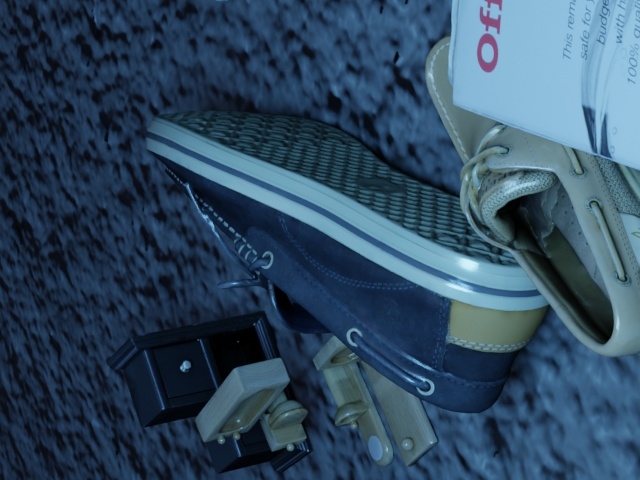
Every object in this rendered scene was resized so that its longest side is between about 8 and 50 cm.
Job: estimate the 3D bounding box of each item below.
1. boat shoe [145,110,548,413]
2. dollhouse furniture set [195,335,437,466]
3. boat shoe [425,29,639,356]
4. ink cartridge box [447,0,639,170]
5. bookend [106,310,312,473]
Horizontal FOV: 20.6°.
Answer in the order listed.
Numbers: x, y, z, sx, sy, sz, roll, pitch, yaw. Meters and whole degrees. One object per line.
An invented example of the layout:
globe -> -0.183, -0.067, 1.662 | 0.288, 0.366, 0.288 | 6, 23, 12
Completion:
boat shoe -> 0.000, 0.000, 1.542 | 0.500, 0.187, 0.156 | 31, 117, 44
dollhouse furniture set -> -0.006, 0.175, 1.623 | 0.123, 0.151, 0.144 | 66, 147, 21
boat shoe -> 0.166, -0.049, 1.330 | 0.341, 0.110, 0.121 | 53, 139, 36
ink cartridge box -> 0.265, -0.185, 1.080 | 0.395, 0.166, 0.285 | 27, 118, 53
bookend -> -0.113, 0.166, 1.782 | 0.072, 0.157, 0.156 | -43, 62, 54
